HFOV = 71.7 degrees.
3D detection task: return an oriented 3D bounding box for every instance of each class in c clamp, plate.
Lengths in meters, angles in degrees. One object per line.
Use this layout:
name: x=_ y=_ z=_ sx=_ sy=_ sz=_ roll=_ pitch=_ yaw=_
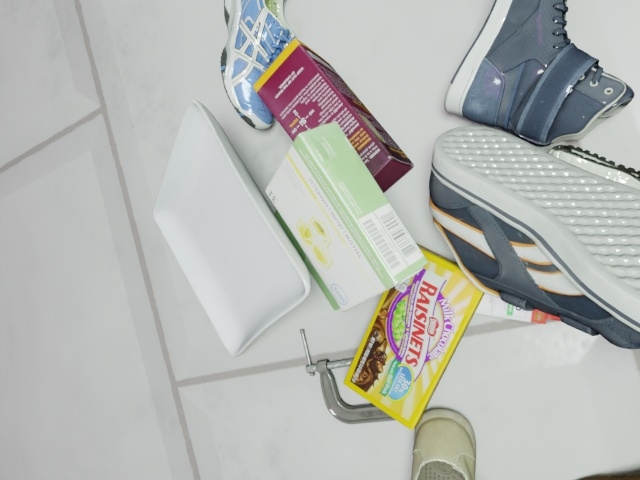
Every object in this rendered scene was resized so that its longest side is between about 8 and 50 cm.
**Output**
c clamp: x=0.050 y=0.183 z=0.600 sx=0.160 sy=0.022 sz=0.137 roll=-10 pitch=89 yaw=26
plate: x=-0.131 y=0.000 z=0.612 sx=0.277 sy=0.045 sz=0.278 roll=57 pitch=140 yaw=11

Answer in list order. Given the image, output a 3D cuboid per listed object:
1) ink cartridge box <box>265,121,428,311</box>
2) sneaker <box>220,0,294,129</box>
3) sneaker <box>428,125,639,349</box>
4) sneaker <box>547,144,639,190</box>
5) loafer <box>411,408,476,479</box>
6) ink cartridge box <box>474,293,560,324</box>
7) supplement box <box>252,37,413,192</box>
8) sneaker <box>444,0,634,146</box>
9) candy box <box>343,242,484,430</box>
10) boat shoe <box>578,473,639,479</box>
ink cartridge box: x=0.000 y=0.000 z=0.516 sx=0.171 sy=0.056 sz=0.235 roll=57 pitch=149 yaw=6
sneaker: x=-0.082 y=-0.259 z=0.600 sx=0.081 sy=0.080 sz=0.211 roll=-1 pitch=94 yaw=28
sneaker: x=0.230 y=0.011 z=0.417 sx=0.321 sy=0.126 sz=0.127 roll=49 pitch=155 yaw=41
sneaker: x=0.304 y=-0.037 z=0.458 sx=0.162 sy=0.063 sz=0.073 roll=33 pitch=125 yaw=23
loafer: x=0.145 y=0.345 z=0.528 sx=0.102 sy=0.092 sz=0.269 roll=-6 pitch=91 yaw=25
ink cartridge box: x=0.236 y=0.059 z=0.501 sx=0.115 sy=0.029 sz=0.063 roll=7 pitch=95 yaw=25
supplement box: x=0.018 y=-0.140 z=0.549 sx=0.081 sy=0.104 sz=0.188 roll=-41 pitch=77 yaw=22
sneaker: x=0.248 y=-0.206 z=0.440 sx=0.163 sy=0.086 sz=0.226 roll=35 pitch=115 yaw=28
candy box: x=0.111 y=0.114 z=0.537 sx=0.105 sy=0.027 sz=0.206 roll=27 pitch=104 yaw=23
boat shoe: x=0.332 y=0.294 z=0.423 sx=0.341 sy=0.121 sz=0.110 roll=-34 pitch=78 yaw=22
